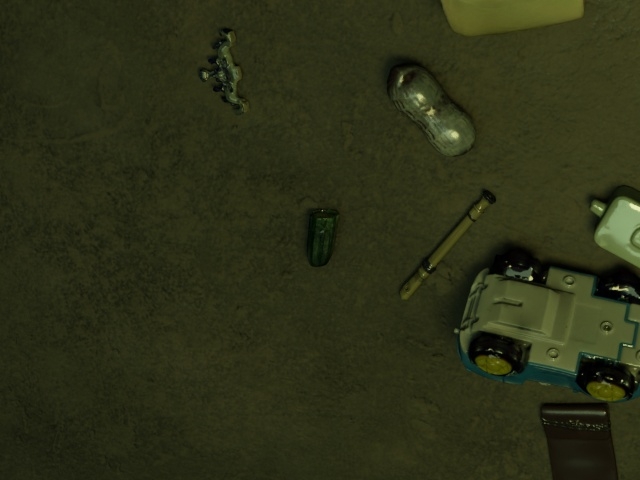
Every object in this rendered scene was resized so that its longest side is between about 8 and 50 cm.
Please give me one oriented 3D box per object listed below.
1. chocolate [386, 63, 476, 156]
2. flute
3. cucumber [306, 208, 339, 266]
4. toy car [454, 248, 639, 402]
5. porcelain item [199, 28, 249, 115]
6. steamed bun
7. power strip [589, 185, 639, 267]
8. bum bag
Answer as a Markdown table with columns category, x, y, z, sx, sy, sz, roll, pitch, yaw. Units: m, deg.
| category | x | y | z | sx | sy | sz | roll | pitch | yaw |
| --- | --- | --- | --- | --- | --- | --- | --- | --- | --- |
| chocolate | 0.161 | -0.191 | 1.589 | 0.167 | 0.072 | 0.072 | 45 | 120 | -5 |
| flute | 0.193 | 0.011 | 1.691 | 0.027 | 0.027 | 0.233 | 39 | 121 | 2 |
| cucumber | 0.000 | 0.000 | 1.747 | 0.048 | 0.048 | 0.105 | 16 | 117 | 14 |
| toy car | 0.357 | 0.144 | 1.605 | 0.314 | 0.198 | 0.166 | 11 | 149 | 13 |
| porcelain item | -0.159 | -0.262 | 1.710 | 0.075 | 0.021 | 0.136 | -1 | 111 | 26 |
| steamed bun | 0.250 | -0.371 | 1.422 | 0.225 | 0.170 | 0.200 | -5 | 105 | 21 |
| power strip | 0.554 | 0.040 | 1.544 | 0.385 | 0.062 | 0.091 | 29 | 116 | 7 |
| bum bag | 0.415 | 0.332 | 1.744 | 0.109 | 0.026 | 0.159 | -6 | 110 | 22 |
